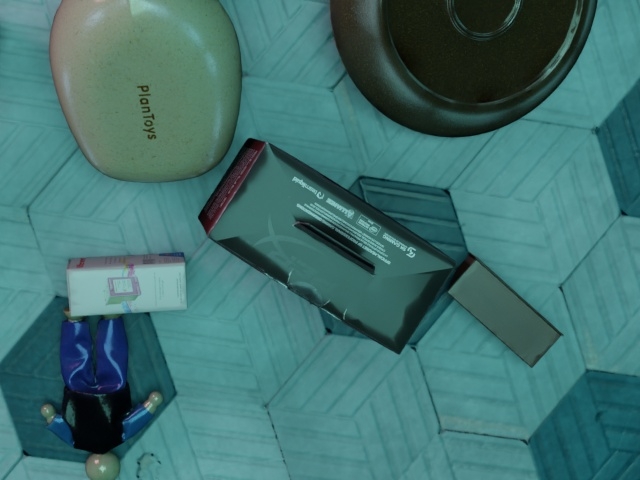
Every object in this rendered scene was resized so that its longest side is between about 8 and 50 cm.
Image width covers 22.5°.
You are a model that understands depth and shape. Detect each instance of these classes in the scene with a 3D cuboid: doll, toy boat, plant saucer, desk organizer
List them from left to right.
[{"bbox_3d":[-0.238,-0.184,1.620,0.318,0.148,0.267,1,132,-1],"label":"toy boat"},{"bbox_3d":[-0.231,0.166,1.705,0.129,0.046,0.189,-1,94,-5],"label":"doll"},{"bbox_3d":[0.162,-0.254,1.668,0.311,0.050,0.310,-6,108,-20],"label":"plant saucer"},{"bbox_3d":[0.196,0.076,1.745,0.130,0.047,0.050,42,92,-8],"label":"desk organizer"}]

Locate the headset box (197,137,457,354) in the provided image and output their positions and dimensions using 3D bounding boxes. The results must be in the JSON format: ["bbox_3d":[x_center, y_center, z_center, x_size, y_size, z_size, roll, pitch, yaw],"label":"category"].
[{"bbox_3d":[0.000,0.000,1.593,0.218,0.293,0.110,32,91,-7],"label":"headset box"}]

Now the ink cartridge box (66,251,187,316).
[{"bbox_3d":[-0.201,0.045,1.677,0.122,0.088,0.052,-2,97,-6],"label":"ink cartridge box"}]
